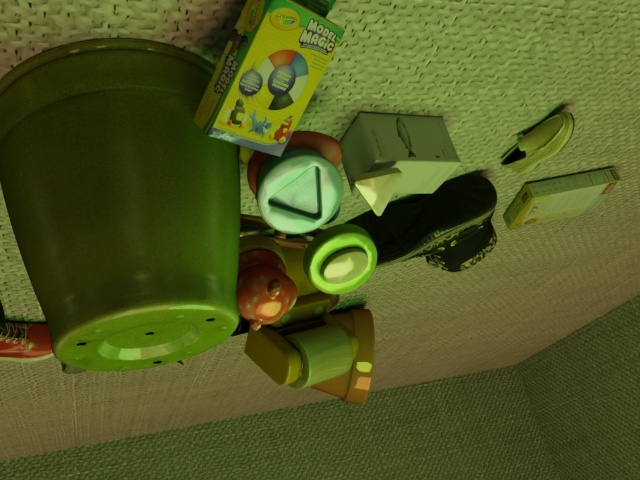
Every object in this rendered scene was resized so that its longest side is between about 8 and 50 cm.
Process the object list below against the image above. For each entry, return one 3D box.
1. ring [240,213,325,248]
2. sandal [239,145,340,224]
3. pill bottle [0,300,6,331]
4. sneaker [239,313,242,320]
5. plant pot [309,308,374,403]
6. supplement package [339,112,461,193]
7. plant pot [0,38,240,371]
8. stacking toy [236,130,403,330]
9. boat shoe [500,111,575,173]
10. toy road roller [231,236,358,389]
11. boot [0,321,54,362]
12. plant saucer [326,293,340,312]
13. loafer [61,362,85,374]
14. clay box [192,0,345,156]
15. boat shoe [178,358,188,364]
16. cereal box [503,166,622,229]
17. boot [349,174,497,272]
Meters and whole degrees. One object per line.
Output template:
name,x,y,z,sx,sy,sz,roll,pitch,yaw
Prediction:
ring,-0.109,-0.007,1.232,0.337,0.032,0.336,9,173,1
sandal,-0.046,-0.079,1.179,0.126,0.138,0.317,-25,156,16
pill bottle,-0.751,0.166,1.289,0.219,0.122,0.123,-15,156,-15
sneaker,-0.258,0.071,1.255,0.145,0.147,0.385,-57,149,-5
plant pot,0.038,0.345,2.004,0.203,0.291,0.291,7,152,-6
supplement package,0.138,-0.153,1.164,0.179,0.105,0.105,-3,153,-27
plant pot,-0.261,-0.020,0.912,0.366,0.353,0.366,-13,155,-6
stacking toy,0.000,0.000,1.029,0.280,0.130,0.309,6,118,-24
boat shoe,0.428,-0.192,1.307,0.072,0.068,0.190,5,151,-16
toy road roller,-0.065,0.141,1.440,0.202,0.329,0.240,-9,125,-42
boot,-0.697,0.211,1.479,0.244,0.088,0.176,-2,151,-19
plant saucer,-0.100,0.175,1.795,0.311,0.050,0.310,-12,155,-6
loafer,-0.570,0.257,1.632,0.111,0.112,0.319,-5,162,-33
clay box,-0.059,-0.227,0.841,0.127,0.053,0.222,9,117,-46
boat shoe,-0.380,0.241,1.729,0.098,0.109,0.302,-50,165,-21
cereal box,0.593,-0.102,1.613,0.240,0.047,0.173,-11,156,-11
boot,0.242,0.002,1.533,0.377,0.138,0.284,-26,154,10
